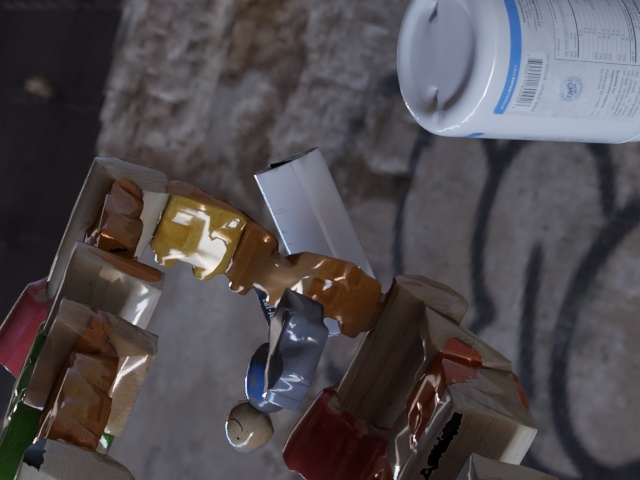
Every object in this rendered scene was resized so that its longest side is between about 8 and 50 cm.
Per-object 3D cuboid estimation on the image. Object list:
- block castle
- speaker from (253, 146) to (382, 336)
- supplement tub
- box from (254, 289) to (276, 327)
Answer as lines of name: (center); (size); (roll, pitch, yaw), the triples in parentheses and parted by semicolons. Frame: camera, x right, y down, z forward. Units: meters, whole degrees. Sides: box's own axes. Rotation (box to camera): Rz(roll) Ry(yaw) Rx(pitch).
block castle: (-0.051, 0.154, 0.904); (0.303, 0.213, 0.453); (21, -160, -12)
speaker: (0.000, 0.000, 1.202); (0.055, 0.136, 0.055); (-24, -174, 3)
supplement tub: (0.093, -0.076, 0.676); (0.107, 0.071, 0.071); (0, -172, -31)
box: (-0.035, 0.065, 1.460); (0.018, 0.067, 0.083); (-23, 169, 8)
